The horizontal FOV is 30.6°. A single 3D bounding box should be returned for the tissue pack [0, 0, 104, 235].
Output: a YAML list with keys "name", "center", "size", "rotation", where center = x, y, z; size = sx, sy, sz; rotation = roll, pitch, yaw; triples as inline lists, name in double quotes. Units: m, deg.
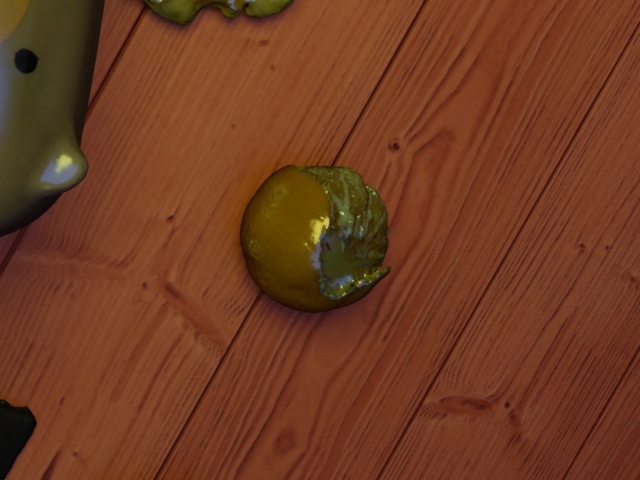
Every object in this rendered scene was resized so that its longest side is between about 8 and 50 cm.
- name: "tissue pack"
  center: [-0.281, -0.183, 0.829]
  size: [0.277, 0.267, 0.387]
  rotation: [9, 89, -8]

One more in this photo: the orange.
- name: "orange"
  center: [0.000, 0.000, 1.137]
  size: [0.156, 0.134, 0.156]
  rotation: [-12, 124, -19]

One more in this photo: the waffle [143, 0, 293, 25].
- name: "waffle"
  center: [-0.103, -0.339, 1.021]
  size: [0.301, 0.058, 0.281]
  rotation: [32, 93, -31]

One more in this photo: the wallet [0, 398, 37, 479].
- name: "wallet"
  center: [-0.402, 0.274, 1.067]
  size: [0.170, 0.044, 0.321]
  rotation: [31, 93, -40]
